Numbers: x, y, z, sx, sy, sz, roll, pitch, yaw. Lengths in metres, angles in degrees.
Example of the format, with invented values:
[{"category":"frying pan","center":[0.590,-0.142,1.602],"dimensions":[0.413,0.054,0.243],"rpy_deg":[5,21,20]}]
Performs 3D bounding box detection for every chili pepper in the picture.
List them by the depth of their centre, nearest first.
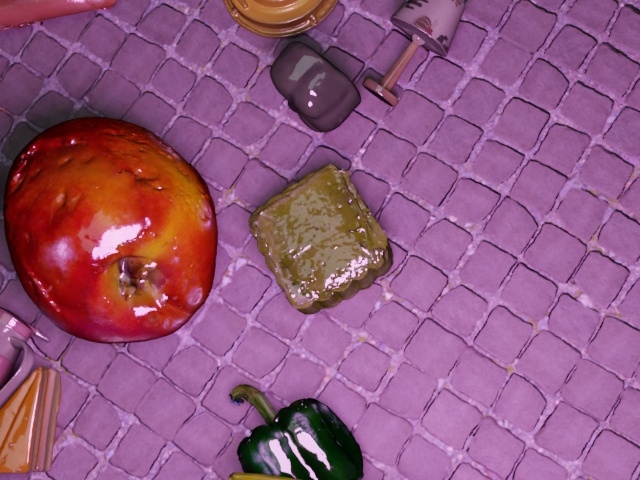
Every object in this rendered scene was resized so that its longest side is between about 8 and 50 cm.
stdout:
[{"category":"chili pepper","center":[-0.057,0.327,1.644],"dimensions":[0.174,0.165,0.261],"rpy_deg":[-44,77,7]}]

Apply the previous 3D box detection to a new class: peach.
[{"category":"peach","center":[-0.348,-0.036,1.718],"dimensions":[0.339,0.353,0.416],"rpy_deg":[-26,34,-6]}]

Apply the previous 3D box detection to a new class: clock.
[{"category":"clock","center":[-0.074,-0.487,1.887],"dimensions":[0.237,0.057,0.237],"rpy_deg":[-2,77,8]}]

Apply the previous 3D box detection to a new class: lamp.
[{"category":"lamp","center":[0.160,-0.341,1.794],"dimensions":[0.121,0.121,0.214],"rpy_deg":[37,93,13]}]

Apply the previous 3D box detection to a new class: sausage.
[{"category":"sausage","center":[-0.529,-0.442,1.924],"dimensions":[0.304,0.078,0.078],"rpy_deg":[-9,76,5]}]

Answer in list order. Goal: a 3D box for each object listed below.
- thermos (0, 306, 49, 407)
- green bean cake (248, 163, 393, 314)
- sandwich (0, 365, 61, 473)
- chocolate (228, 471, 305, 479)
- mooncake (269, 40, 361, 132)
[{"category":"thermos","center":[-0.587,0.240,1.738],"dimensions":[0.176,0.146,0.265],"rpy_deg":[23,71,34]},{"category":"green bean cake","center":[0.000,0.000,1.735],"dimensions":[0.200,0.113,0.214],"rpy_deg":[-32,76,-2]},{"category":"sandwich","center":[-0.527,0.303,1.728],"dimensions":[0.144,0.117,0.187],"rpy_deg":[3,78,5]},{"category":"chocolate","center":[0.000,0.505,1.528],"dimensions":[0.301,0.288,0.137],"rpy_deg":[7,34,10]},{"category":"mooncake","center":[-0.015,-0.264,1.770],"dimensions":[0.104,0.175,0.168],"rpy_deg":[-45,38,2]}]
